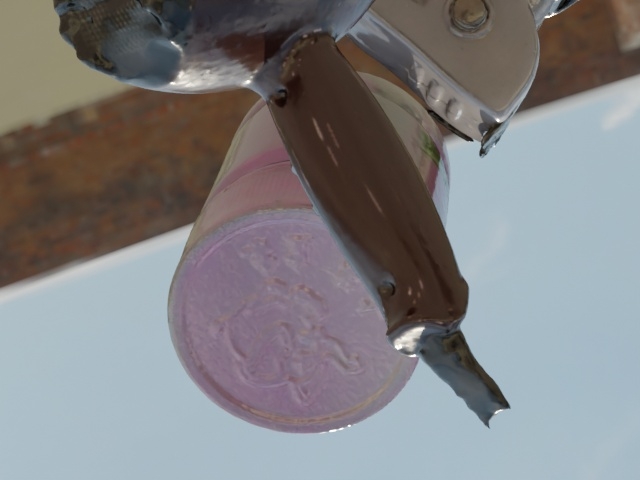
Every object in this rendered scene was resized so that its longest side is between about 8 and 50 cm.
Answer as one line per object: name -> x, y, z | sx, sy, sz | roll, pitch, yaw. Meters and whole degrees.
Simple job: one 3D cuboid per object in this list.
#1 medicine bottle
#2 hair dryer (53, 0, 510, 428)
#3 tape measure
medicine bottle -> 0.000, 0.000, 1.592 | 0.212, 0.212, 0.325 | -16, -159, 13
hair dryer -> 0.042, -0.063, 1.014 | 0.313, 0.340, 0.123 | -17, 163, -43
tape measure -> 0.094, -0.212, 1.426 | 0.197, 0.236, 0.120 | -50, 174, -11
